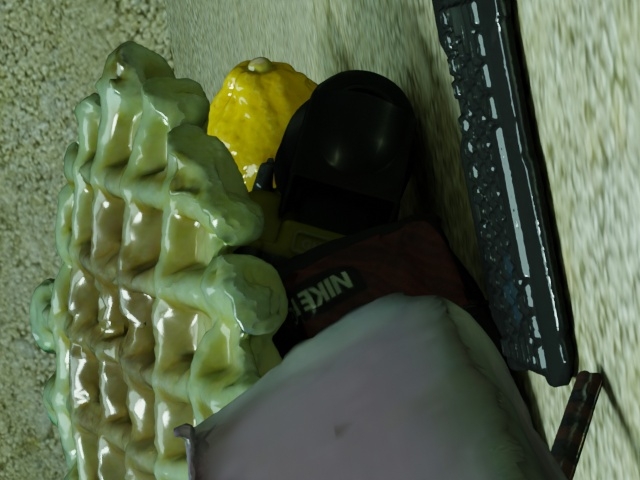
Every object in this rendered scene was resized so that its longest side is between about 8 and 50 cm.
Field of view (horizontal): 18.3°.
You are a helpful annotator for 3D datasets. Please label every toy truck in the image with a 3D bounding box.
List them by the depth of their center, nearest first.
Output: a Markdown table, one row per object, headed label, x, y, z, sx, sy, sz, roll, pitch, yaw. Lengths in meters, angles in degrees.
| label | x | y | z | sx | sy | sz | roll | pitch | yaw |
| --- | --- | --- | --- | --- | --- | --- | --- | --- | --- |
| toy truck | 0.000 | 0.000 | 1.162 | 0.224 | 0.147 | 0.165 | 118 | 167 | -79 |

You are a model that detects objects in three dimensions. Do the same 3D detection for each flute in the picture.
| label | x | y | z | sx | sy | sz | roll | pitch | yaw |
| --- | --- | --- | --- | --- | --- | --- | --- | --- | --- |
| flute | 0.067 | 0.143 | 0.726 | 0.269 | 0.014 | 0.014 | -64 | -22 | -43 |

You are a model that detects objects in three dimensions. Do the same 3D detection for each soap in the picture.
| label | x | y | z | sx | sy | sz | roll | pitch | yaw |
| --- | --- | --- | --- | --- | --- | --- | --- | --- | --- |
| soap | 0.078 | 0.186 | 0.506 | 0.285 | 0.107 | 0.296 | 60 | -176 | -18 |

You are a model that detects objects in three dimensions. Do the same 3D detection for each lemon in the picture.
| label | x | y | z | sx | sy | sz | roll | pitch | yaw |
| --- | --- | --- | --- | --- | --- | --- | --- | --- | --- |
| lemon | -0.029 | -0.047 | 1.308 | 0.114 | 0.114 | 0.155 | -122 | 18 | -70 |

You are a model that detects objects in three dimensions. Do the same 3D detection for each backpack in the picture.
| label | x | y | z | sx | sy | sz | roll | pitch | yaw |
| --- | --- | --- | --- | --- | --- | --- | --- | --- | --- |
| backpack | 0.040 | 0.069 | 0.975 | 0.165 | 0.120 | 0.106 | 58 | 164 | 27 |

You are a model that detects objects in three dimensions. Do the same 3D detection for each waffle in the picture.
| label | x | y | z | sx | sy | sz | roll | pitch | yaw |
| --- | --- | --- | --- | --- | --- | --- | --- | --- | --- |
| waffle | -0.086 | 0.070 | 1.025 | 0.292 | 0.056 | 0.309 | 111 | 145 | -43 |

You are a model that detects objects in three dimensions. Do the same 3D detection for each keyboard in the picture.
| label | x | y | z | sx | sy | sz | roll | pitch | yaw |
| --- | --- | --- | --- | --- | --- | --- | --- | --- | --- |
| keyboard | 0.074 | -0.067 | 0.886 | 0.106 | 0.016 | 0.262 | -159 | 58 | -81 |
